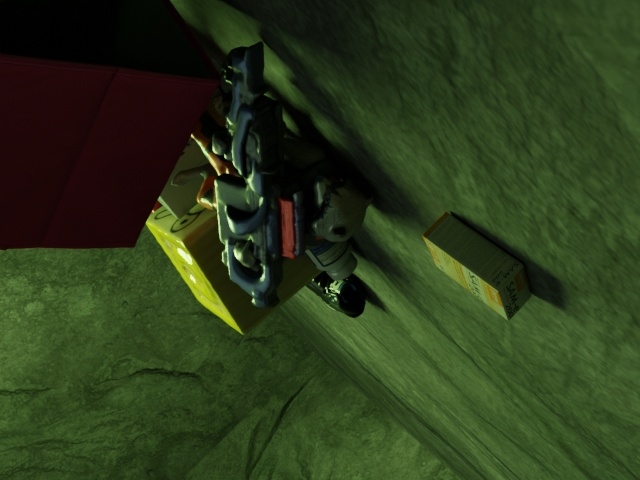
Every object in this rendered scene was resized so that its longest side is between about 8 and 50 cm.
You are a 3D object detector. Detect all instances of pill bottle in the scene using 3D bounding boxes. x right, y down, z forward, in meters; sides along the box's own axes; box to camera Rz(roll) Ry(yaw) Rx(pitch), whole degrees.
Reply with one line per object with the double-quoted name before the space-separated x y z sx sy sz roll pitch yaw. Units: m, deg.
"pill bottle" 0.005 0.003 1.241 0.120 0.067 0.067 52 169 -30

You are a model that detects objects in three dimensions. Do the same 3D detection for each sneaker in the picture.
"sneaker" 0.003 0.055 1.483 0.217 0.079 0.121 41 170 -22

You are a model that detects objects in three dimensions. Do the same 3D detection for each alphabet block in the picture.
"alphabet block" -0.130 -0.001 1.320 0.192 0.197 0.193 23 148 59

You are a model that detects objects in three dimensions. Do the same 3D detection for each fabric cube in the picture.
"fabric cube" -0.311 -0.165 0.898 0.259 0.258 0.254 -2 -131 -43

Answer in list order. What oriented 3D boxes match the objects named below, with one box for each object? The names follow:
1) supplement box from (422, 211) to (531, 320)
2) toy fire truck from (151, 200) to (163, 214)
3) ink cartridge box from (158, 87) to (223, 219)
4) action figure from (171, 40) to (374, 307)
"supplement box" 0.147 0.024 0.775 0.098 0.036 0.062 39 169 37
"toy fire truck" -0.332 -0.137 1.870 0.302 0.169 0.254 34 161 52
"ink cartridge box" -0.244 -0.188 1.220 0.171 0.168 0.233 40 168 40
"action figure" -0.071 -0.113 0.997 0.330 0.178 0.341 34 137 30
